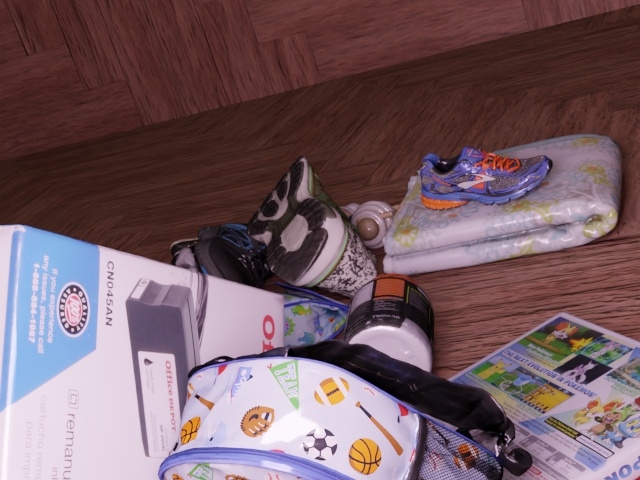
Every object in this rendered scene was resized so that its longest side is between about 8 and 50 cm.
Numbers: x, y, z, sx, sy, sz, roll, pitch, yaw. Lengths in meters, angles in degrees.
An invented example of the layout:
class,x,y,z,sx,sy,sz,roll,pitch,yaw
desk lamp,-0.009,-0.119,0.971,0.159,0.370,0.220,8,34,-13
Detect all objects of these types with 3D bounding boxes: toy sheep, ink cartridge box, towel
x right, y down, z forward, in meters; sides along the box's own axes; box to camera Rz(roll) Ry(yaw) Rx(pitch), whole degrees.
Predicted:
class,x,y,z,sx,sy,sz,roll,pitch,yaw
toy sheep,0.096,-0.028,1.931,0.091,0.091,0.132,-12,4,20
ink cartridge box,-0.204,0.164,1.065,0.166,0.285,0.395,-6,-14,31
towel,0.297,-0.058,1.819,0.375,0.090,0.320,-12,22,21

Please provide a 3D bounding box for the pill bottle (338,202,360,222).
class,x,y,z,sx,sy,sz,roll,pitch,yaw
pill bottle,0.031,-0.020,1.991,0.067,0.067,0.120,-3,24,41

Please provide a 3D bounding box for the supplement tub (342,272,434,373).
class,x,y,z,sx,sy,sz,roll,pitch,yaw
supplement tub,0.088,0.119,1.448,0.117,0.117,0.190,-15,18,12

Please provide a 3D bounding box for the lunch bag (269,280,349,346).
class,x,y,z,sx,sy,sz,roll,pitch,yaw
lunch bag,-0.043,0.113,1.649,0.151,0.096,0.129,-11,11,-27

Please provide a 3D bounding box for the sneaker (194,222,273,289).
class,x,y,z,sx,sy,sz,roll,pitch,yaw
sneaker,-0.135,0.033,1.912,0.140,0.125,0.341,-14,20,-2

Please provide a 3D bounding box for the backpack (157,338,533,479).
class,x,y,z,sx,sy,sz,roll,pitch,yaw
backpack,-0.008,0.213,0.988,0.277,0.263,0.213,-26,33,44

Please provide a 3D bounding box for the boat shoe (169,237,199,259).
class,x,y,z,sx,sy,sz,roll,pitch,yaw
boat shoe,-0.226,0.011,2.200,0.133,0.048,0.042,-18,45,-19

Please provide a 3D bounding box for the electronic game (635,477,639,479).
class,x,y,z,sx,sy,sz,roll,pitch,yaw
electronic game,0.365,0.224,0.976,0.229,0.048,0.229,-17,18,6

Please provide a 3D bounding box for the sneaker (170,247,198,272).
class,x,y,z,sx,sy,sz,roll,pitch,yaw
sneaker,-0.271,0.096,1.890,0.153,0.101,0.268,-18,20,-5

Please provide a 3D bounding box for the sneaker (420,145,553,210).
class,x,y,z,sx,sy,sz,roll,pitch,yaw
sneaker,0.246,-0.103,1.727,0.221,0.087,0.083,-8,24,28

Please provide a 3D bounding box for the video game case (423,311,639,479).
class,x,y,z,sx,sy,sz,roll,pitch,yaw
video game case,0.218,0.190,1.169,0.300,0.036,0.329,-29,15,-12

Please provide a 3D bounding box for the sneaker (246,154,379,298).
class,x,y,z,sx,sy,sz,roll,pitch,yaw
sneaker,0.000,0.000,1.830,0.158,0.182,0.410,-48,22,12
